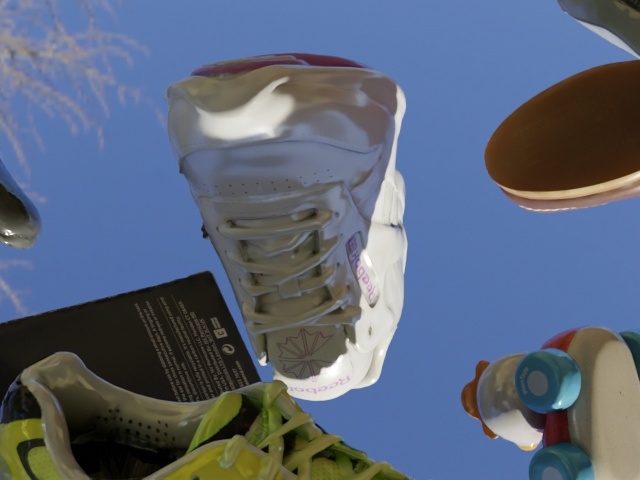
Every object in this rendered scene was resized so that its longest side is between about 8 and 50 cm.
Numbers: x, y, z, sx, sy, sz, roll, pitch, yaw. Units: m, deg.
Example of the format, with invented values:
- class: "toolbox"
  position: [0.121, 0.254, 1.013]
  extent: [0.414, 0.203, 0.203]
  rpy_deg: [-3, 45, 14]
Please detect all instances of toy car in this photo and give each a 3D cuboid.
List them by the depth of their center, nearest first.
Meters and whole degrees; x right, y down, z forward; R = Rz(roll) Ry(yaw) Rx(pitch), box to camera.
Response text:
- class: "toy car"
  position: [0.274, 0.214, 1.665]
  extent: [0.219, 0.238, 0.210]
  rpy_deg: [-7, -91, -43]

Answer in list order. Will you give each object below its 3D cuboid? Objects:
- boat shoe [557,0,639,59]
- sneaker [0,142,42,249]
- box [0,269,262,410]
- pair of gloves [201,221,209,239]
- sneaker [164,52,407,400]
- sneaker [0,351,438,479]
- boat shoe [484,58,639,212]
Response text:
- class: "boat shoe"
  position: [0.381, -0.245, 1.452]
  extent: [0.156, 0.136, 0.367]
  rpy_deg: [28, -164, -26]
- class: "sneaker"
  position: [-0.339, -0.141, 1.194]
  extent: [0.146, 0.122, 0.330]
  rpy_deg: [-41, -81, -3]
- class: "box"
  position: [-0.254, 0.226, 1.444]
  extent: [0.312, 0.343, 0.179]
  rpy_deg: [-13, -121, -24]
- class: "pair of gloves"
  position: [-0.037, 0.000, 0.930]
  extent: [0.083, 0.010, 0.074]
  rpy_deg: [33, -150, 29]
- class: "sneaker"
  position: [0.000, 0.000, 0.728]
  extent: [0.114, 0.305, 0.152]
  rpy_deg: [-6, -108, 12]
- class: "sneaker"
  position: [-0.007, 0.157, 0.665]
  extent: [0.385, 0.147, 0.145]
  rpy_deg: [7, -150, 18]
- class: "boat shoe"
  position: [0.189, -0.059, 0.688]
  extent: [0.207, 0.073, 0.073]
  rpy_deg: [-20, -124, 17]
